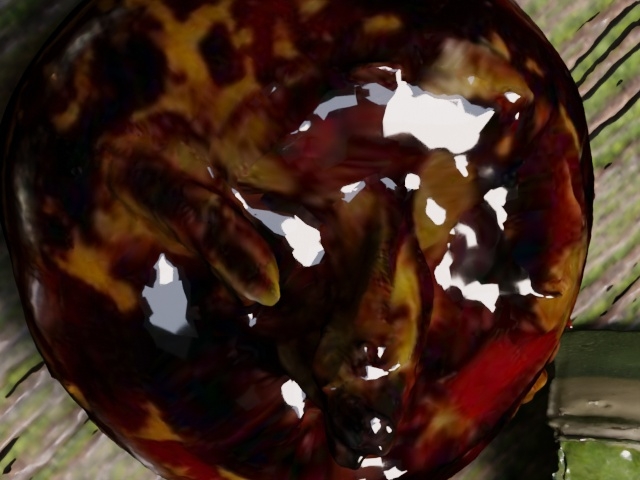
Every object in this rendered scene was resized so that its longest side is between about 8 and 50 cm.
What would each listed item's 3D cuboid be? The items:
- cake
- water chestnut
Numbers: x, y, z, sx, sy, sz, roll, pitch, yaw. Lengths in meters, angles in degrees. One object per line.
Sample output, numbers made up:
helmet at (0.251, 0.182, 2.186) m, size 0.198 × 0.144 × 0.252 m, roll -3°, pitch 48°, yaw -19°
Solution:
cake at (0.220, 0.201, 1.025) m, size 0.172 × 0.158 × 0.283 m, roll -3°, pitch 108°, yaw 10°
water chestnut at (0.000, 0.000, 0.851) m, size 0.300 × 0.300 × 0.300 m, roll -6°, pitch 104°, yaw -23°
